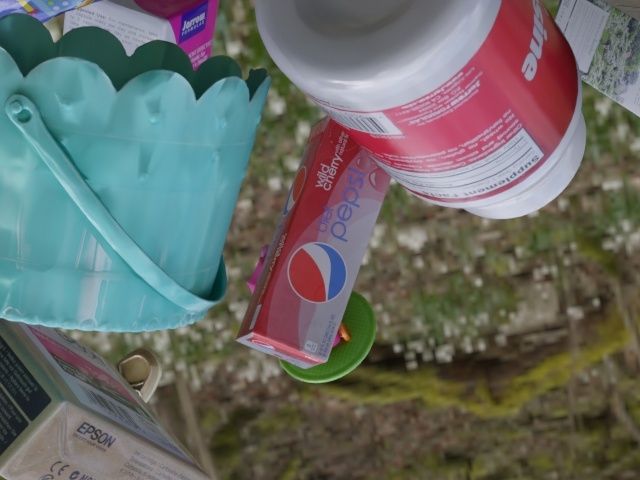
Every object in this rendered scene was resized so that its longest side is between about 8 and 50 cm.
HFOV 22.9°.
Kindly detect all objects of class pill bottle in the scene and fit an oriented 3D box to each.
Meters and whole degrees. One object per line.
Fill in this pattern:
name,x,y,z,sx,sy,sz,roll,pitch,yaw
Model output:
pill bottle,0.121,-0.170,1.547,0.229,0.229,0.408,-2,160,26

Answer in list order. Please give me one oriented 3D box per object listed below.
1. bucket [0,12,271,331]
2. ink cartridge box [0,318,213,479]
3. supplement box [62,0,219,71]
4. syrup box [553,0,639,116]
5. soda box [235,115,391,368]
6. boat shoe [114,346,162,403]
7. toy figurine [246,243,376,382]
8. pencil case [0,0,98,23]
bucket,-0.179,-0.055,1.126,0.281,0.183,0.281,11,-169,-2
ink cartridge box,-0.228,0.152,1.393,0.088,0.235,0.193,-47,-128,2
supplement box,-0.184,-0.145,1.546,0.114,0.220,0.111,20,-149,18
syrup box,0.360,-0.201,1.749,0.096,0.093,0.237,1,-153,-35
soda box,0.000,0.000,1.705,0.092,0.263,0.083,22,166,-11
boat shoe,-0.236,0.177,1.742,0.153,0.056,0.048,-40,173,16
toy figurine,-0.029,0.058,1.862,0.130,0.159,0.173,-30,-130,5
pencil case,-0.306,-0.224,1.380,0.306,0.119,0.133,-16,-159,27
